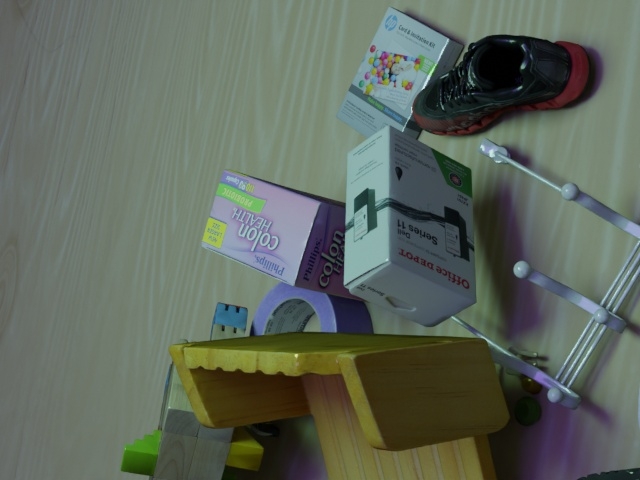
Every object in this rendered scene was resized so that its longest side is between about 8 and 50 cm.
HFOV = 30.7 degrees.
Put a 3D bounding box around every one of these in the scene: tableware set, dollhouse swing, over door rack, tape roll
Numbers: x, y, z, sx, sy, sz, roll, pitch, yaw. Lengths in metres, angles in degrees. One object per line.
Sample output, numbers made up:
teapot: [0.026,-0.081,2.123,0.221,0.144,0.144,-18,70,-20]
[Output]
tableware set: [0.222,0.187,1.520,0.154,0.024,0.104,2,82,43]
dollhouse swing: [0.026,0.271,1.446,0.347,0.315,0.304,-2,90,48]
over door rack: [0.245,0.028,1.459,0.324,0.108,0.239,37,99,44]
tape roll: [-0.016,0.152,1.735,0.189,0.080,0.188,-13,71,44]

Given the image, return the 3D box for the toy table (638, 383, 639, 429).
toy table: [0.440,0.108,1.148,0.161,0.252,0.274,12,84,49]

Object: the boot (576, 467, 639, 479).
boot: [0.416,0.364,1.196,0.348,0.131,0.260,-7,75,44]

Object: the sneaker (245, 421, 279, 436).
sneaker: [-0.092,0.281,1.815,0.083,0.031,0.035,17,92,47]

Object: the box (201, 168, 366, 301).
box: [0.000,0.000,1.637,0.214,0.243,0.117,21,96,47]

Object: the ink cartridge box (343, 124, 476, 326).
ink cartridge box: [0.113,-0.017,1.461,0.087,0.153,0.208,-33,44,42]

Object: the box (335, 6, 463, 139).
box: [0.114,-0.234,1.726,0.145,0.038,0.186,40,108,43]

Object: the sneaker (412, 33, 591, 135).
sneaker: [0.213,-0.209,1.549,0.276,0.135,0.097,-12,74,45]

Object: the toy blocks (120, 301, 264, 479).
toy blocks: [-0.191,0.270,1.772,0.261,0.191,0.381,-89,13,-54]
